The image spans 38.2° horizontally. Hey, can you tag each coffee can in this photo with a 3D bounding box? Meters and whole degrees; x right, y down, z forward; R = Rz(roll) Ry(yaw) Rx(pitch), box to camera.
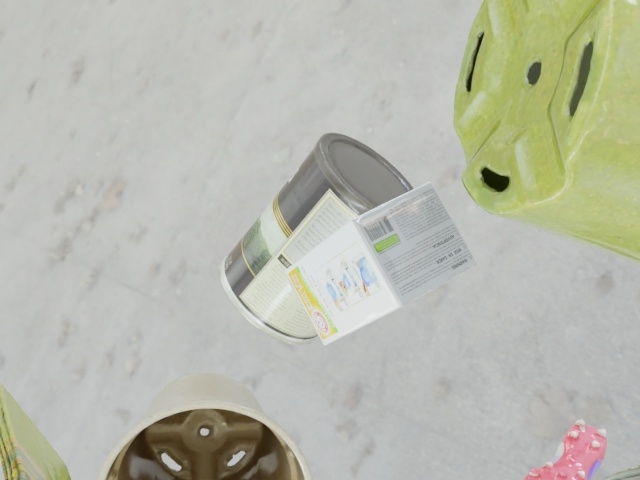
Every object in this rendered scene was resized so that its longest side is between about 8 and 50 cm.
[{"bbox_3d":[0.000,0.000,1.439,0.275,0.201,0.201,-49,38,25],"label":"coffee can"}]

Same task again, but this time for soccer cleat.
[{"bbox_3d":[0.361,0.363,1.379,0.083,0.248,0.095,20,123,29],"label":"soccer cleat"}]

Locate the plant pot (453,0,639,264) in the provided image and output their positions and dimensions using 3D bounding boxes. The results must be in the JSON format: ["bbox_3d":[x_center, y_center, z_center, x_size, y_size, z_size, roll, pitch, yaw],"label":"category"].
[{"bbox_3d":[0.236,-0.084,0.594,0.276,0.254,0.276,-171,90,-71],"label":"plant pot"}]

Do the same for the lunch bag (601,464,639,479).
[{"bbox_3d":[0.368,0.289,0.791,0.256,0.305,0.212,24,88,33],"label":"lunch bag"}]

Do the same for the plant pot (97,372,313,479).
[{"bbox_3d":[-0.190,0.371,1.535,0.334,0.334,0.305,-56,12,5],"label":"plant pot"}]

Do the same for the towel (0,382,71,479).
[{"bbox_3d":[-0.192,0.169,0.637,0.021,0.102,0.237,-35,19,-15],"label":"towel"}]

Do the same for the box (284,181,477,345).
[{"bbox_3d":[0.060,0.031,1.029,0.103,0.114,0.203,61,151,5],"label":"box"}]
